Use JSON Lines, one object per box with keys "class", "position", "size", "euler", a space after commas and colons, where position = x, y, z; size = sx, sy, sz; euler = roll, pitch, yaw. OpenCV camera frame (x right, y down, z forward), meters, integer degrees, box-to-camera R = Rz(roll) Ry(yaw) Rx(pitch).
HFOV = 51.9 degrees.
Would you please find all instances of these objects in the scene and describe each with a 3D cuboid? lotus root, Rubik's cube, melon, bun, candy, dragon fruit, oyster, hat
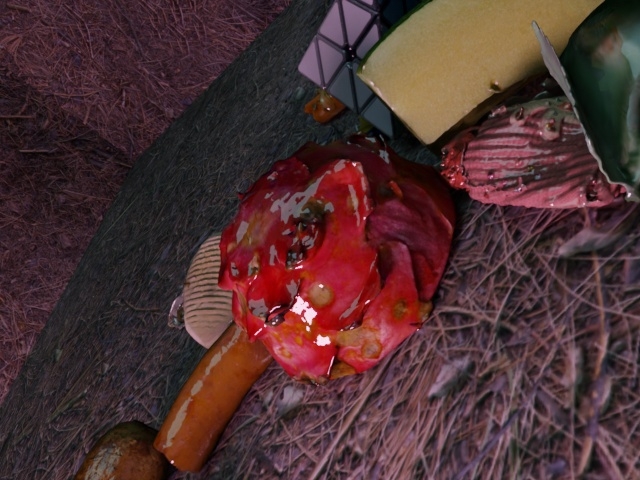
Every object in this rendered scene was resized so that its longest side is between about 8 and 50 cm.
{"class": "lotus root", "position": [-0.347, 0.427, 1.091], "size": [0.128, 0.145, 0.260], "euler": [91, -161, -56]}
{"class": "Rubik's cube", "position": [0.106, -0.346, 1.195], "size": [0.233, 0.228, 0.228], "euler": [-55, 6, 11]}
{"class": "melon", "position": [0.252, -0.268, 0.947], "size": [0.343, 0.331, 0.226], "euler": [-39, 62, 11]}
{"class": "bun", "position": [-0.165, 0.096, 1.248], "size": [0.210, 0.116, 0.237], "euler": [-22, 61, 37]}
{"class": "candy", "position": [0.411, -0.204, 0.597], "size": [0.397, 0.172, 0.263], "euler": [-29, 36, 19]}
{"class": "dragon fruit", "position": [0.000, 0.000, 0.960], "size": [0.386, 0.249, 0.371], "euler": [-49, 29, 13]}
{"class": "oyster", "position": [-0.307, 0.168, 1.515], "size": [0.100, 0.037, 0.098], "euler": [20, 93, 44]}
{"class": "hat", "position": [0.258, -0.120, 0.805], "size": [0.237, 0.107, 0.286], "euler": [-46, 24, -27]}

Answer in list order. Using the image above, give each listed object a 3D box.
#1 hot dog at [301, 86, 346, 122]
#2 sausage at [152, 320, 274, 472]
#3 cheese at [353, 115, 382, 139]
{"class": "hot dog", "position": [0.061, -0.361, 1.524], "size": [0.269, 0.072, 0.109], "euler": [-34, 28, 33]}
{"class": "sausage", "position": [-0.167, 0.244, 1.078], "size": [0.271, 0.109, 0.109], "euler": [-56, 25, -7]}
{"class": "cheese", "position": [0.115, -0.259, 1.295], "size": [0.156, 0.064, 0.250], "euler": [-9, 47, 57]}
